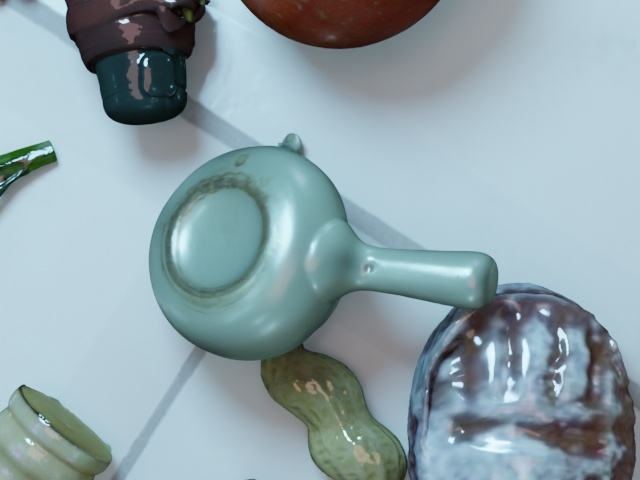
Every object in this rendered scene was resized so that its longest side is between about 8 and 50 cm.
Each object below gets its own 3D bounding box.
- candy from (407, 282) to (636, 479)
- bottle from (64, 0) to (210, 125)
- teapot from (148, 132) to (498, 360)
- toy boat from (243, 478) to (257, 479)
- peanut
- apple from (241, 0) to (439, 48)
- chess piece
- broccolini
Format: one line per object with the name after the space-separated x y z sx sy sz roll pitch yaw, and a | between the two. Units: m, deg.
0.190 0.185 1.795 0.214 0.157 0.290 0 89 -2 | candy
-0.178 -0.248 1.840 0.143 0.156 0.271 -6 83 -28 | bottle
-0.015 0.035 1.784 0.318 0.149 0.220 34 94 35 | teapot
-0.041 0.319 1.842 0.088 0.089 0.229 -42 89 -12 | toy boat
0.011 0.171 1.850 0.082 0.082 0.187 -35 86 3 | peanut
0.023 -0.313 1.782 0.260 0.216 0.260 -1 89 49 | apple
-0.372 0.327 1.860 0.117 0.117 0.397 40 93 5 | chess piece
-0.364 -0.057 1.892 0.202 0.068 0.091 -30 67 2 | broccolini
